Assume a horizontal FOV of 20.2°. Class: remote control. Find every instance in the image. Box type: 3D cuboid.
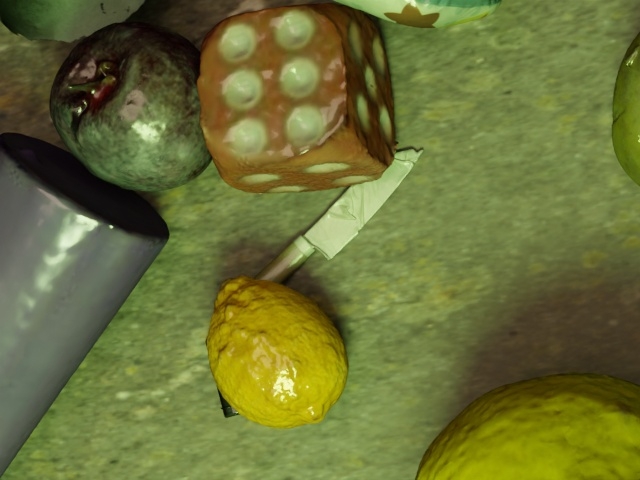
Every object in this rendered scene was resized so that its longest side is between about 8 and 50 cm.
[{"bbox_3d":[-0.105,0.149,1.981,0.034,0.016,0.091,-16,82,12],"label":"remote control"}]

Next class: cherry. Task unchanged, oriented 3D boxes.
[{"bbox_3d":[-0.194,-0.139,1.943,0.195,0.195,0.195,-1,86,18],"label":"cherry"}]

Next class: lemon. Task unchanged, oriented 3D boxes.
[{"bbox_3d":[0.241,0.296,1.673,0.349,0.387,0.350,0,84,-5],"label":"lemon"},{"bbox_3d":[-0.051,0.118,1.901,0.142,0.142,0.187,-40,73,12],"label":"lemon"}]

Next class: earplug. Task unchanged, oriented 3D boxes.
[{"bbox_3d":[-0.366,0.122,1.978,0.215,0.215,0.456,35,101,17],"label":"earplug"}]

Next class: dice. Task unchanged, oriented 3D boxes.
[{"bbox_3d":[-0.026,-0.146,1.889,0.174,0.179,0.175,-8,83,20],"label":"dice"}]

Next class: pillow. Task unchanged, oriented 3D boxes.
[{"bbox_3d":[0.077,-0.285,1.855,0.233,0.214,0.086,20,114,17],"label":"pillow"}]

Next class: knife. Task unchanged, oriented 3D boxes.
[{"bbox_3d":[0.001,0.000,1.957,0.298,0.017,0.047,-44,74,6],"label":"knife"}]

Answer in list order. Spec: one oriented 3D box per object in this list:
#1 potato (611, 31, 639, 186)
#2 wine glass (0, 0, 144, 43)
[{"bbox_3d":[0.390,-0.154,1.771,0.197,0.148,0.228,6,94,-3],"label":"potato"},{"bbox_3d":[-0.298,-0.392,1.954,0.238,0.238,0.323,-25,68,15],"label":"wine glass"}]
